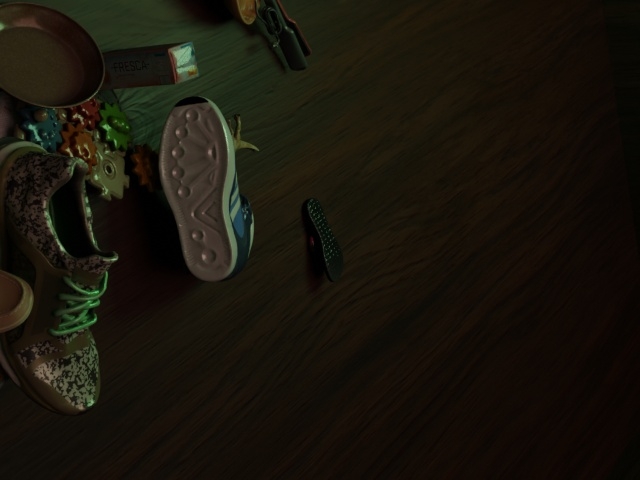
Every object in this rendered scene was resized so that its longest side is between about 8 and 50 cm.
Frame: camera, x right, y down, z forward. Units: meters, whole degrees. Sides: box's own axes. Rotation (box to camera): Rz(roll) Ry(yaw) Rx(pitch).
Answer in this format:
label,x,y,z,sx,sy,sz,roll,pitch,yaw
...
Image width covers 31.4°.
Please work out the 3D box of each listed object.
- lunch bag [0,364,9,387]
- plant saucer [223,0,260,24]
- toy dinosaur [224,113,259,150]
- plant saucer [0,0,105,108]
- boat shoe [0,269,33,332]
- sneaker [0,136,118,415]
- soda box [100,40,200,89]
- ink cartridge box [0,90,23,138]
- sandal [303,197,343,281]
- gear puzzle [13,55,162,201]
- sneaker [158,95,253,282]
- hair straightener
label,x,y,z,sx,sy,sz,roll,pitch,yaw
lunch bag,-0.507,0.098,1.619,0.279,0.108,0.224,-51,130,-38
plant saucer,-0.145,-0.494,2.066,0.200,0.037,0.200,3,90,-79
toy dinosaur,-0.166,-0.184,2.102,0.183,0.053,0.093,-50,133,-72
plant saucer,-0.424,-0.270,1.703,0.198,0.036,0.199,17,52,-24
boat shoe,-0.523,0.049,1.463,0.098,0.302,0.109,117,-16,-59
sneaker,-0.358,0.059,1.573,0.158,0.182,0.410,-29,114,-49
soda box,-0.284,-0.280,1.828,0.063,0.183,0.058,-31,116,-49
ink cartridge box,-0.480,-0.157,1.712,0.145,0.045,0.179,-22,93,-49
sandal,0.000,0.000,2.345,0.067,0.040,0.179,-28,100,-54
gear puzzle,-0.350,-0.160,1.821,0.339,0.044,0.175,34,47,-50
sneaker,-0.194,-0.089,1.998,0.236,0.130,0.323,-57,140,-83
hair straightener,-0.074,-0.406,2.168,0.230,0.047,0.089,65,29,-49
